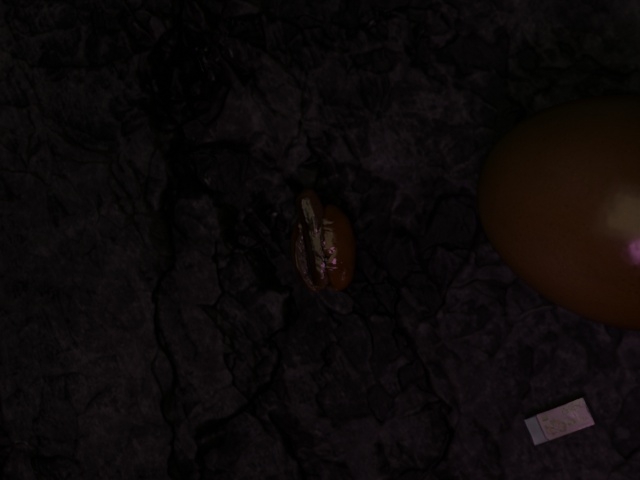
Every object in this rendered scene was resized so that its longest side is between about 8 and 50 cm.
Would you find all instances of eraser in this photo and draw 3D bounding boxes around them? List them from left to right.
[{"bbox_3d":[0.297,0.223,1.260,0.083,0.019,0.038,-26,84,26],"label":"eraser"}]

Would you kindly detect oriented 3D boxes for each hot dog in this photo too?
[{"bbox_3d":[0.002,0.000,1.365,0.090,0.060,0.140,3,92,22],"label":"hot dog"}]

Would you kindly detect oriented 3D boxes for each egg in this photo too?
[{"bbox_3d":[0.323,-0.034,1.096,0.323,0.250,0.250,15,101,28],"label":"egg"}]
